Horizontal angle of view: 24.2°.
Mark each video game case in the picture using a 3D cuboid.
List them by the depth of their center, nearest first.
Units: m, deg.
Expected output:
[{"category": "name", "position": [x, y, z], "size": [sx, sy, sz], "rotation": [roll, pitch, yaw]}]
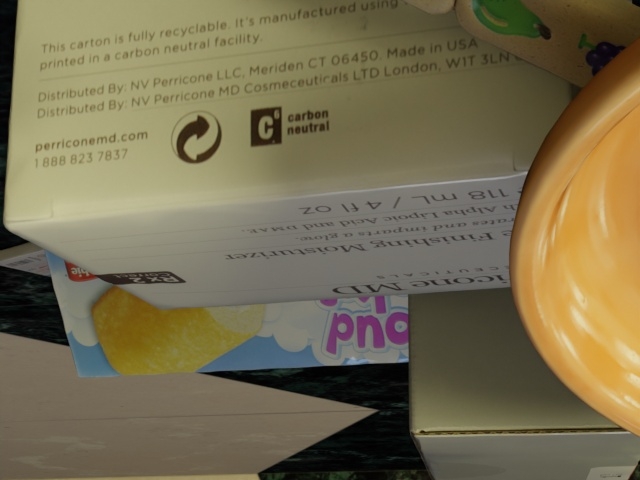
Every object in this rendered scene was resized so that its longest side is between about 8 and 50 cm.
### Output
[{"category": "video game case", "position": [-0.184, 0.018, 1.181], "size": [0.087, 0.011, 0.122], "rotation": [-14, 159, 39]}]

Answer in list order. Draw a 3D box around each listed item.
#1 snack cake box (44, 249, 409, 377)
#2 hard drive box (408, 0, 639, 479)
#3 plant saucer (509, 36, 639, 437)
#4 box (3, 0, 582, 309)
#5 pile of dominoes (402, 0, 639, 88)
[{"category": "snack cake box", "position": [0.000, 0.000, 0.839], "size": [0.264, 0.089, 0.152], "rotation": [-5, -160, 18]}, {"category": "hard drive box", "position": [0.083, -0.019, 0.628], "size": [0.089, 0.232, 0.181], "rotation": [-2, 165, 7]}, {"category": "plant saucer", "position": [0.145, -0.003, 0.345], "size": [0.200, 0.037, 0.200], "rotation": [5, 143, 4]}, {"category": "box", "position": [0.004, -0.080, 0.501], "size": [0.181, 0.181, 0.119], "rotation": [-5, 163, 18]}, {"category": "pile of dominoes", "position": [0.031, -0.117, 0.286], "size": [0.196, 0.040, 0.251], "rotation": [27, 149, 11]}]
